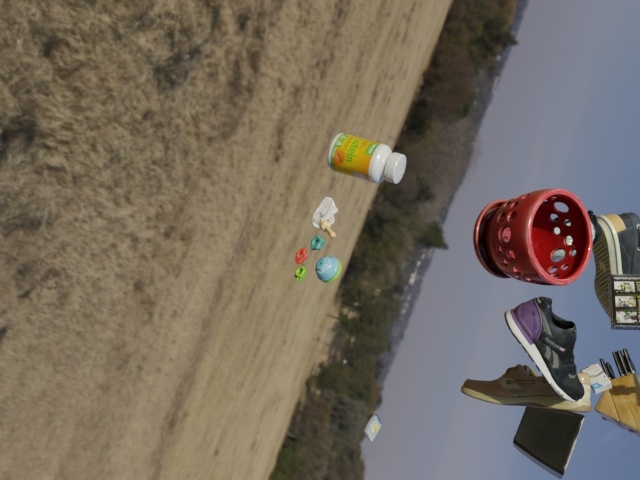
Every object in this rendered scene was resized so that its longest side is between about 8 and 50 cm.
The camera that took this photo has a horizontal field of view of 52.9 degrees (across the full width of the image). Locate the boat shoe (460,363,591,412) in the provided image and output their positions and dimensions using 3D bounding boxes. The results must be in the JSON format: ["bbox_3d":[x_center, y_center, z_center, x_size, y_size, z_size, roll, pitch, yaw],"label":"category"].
[{"bbox_3d":[0.544,0.387,1.719,0.122,0.341,0.110,19,72,-56],"label":"boat shoe"}]

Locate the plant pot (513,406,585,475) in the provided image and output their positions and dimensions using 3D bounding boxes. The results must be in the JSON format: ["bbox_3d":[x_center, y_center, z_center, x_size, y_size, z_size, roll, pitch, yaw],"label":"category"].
[{"bbox_3d":[0.697,0.605,1.987,0.188,0.167,0.187,-62,155,-14],"label":"plant pot"}]

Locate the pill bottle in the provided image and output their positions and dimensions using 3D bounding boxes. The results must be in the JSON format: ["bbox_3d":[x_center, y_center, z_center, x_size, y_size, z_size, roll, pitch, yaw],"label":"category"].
[{"bbox_3d":[0.160,-0.274,2.194,0.136,0.246,0.136,-46,146,-44],"label":"pill bottle"}]

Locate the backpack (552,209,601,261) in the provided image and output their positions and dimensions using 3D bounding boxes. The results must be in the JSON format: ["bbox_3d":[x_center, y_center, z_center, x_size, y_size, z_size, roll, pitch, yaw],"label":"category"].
[{"bbox_3d":[0.762,-0.005,1.990,0.152,0.182,0.115,92,-20,-56],"label":"backpack"}]

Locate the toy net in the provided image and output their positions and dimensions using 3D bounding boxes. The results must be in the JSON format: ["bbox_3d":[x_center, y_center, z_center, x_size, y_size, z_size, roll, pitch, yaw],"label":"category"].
[{"bbox_3d":[0.000,0.000,1.644,0.045,0.122,0.232,35,51,-42],"label":"toy net"}]

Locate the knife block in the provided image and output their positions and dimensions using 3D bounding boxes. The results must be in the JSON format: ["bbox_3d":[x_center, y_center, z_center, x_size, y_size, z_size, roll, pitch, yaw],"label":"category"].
[{"bbox_3d":[1.014,0.490,2.078,0.088,0.276,0.242,42,79,-37],"label":"knife block"}]

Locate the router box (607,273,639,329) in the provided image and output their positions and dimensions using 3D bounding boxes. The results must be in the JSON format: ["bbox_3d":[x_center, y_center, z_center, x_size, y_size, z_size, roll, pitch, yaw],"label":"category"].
[{"bbox_3d":[0.800,0.150,1.559,0.046,0.179,0.133,54,39,-65],"label":"router box"}]

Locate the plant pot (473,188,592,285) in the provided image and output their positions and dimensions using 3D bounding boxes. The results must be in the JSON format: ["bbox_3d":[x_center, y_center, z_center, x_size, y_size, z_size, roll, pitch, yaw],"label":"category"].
[{"bbox_3d":[0.425,-0.003,1.311,0.174,0.191,0.191,-8,-122,61],"label":"plant pot"}]

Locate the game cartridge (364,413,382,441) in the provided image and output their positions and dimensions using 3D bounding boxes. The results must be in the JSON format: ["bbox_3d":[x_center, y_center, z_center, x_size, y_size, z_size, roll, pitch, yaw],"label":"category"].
[{"bbox_3d":[0.180,0.636,2.193,0.083,0.017,0.056,-49,121,-41],"label":"game cartridge"}]

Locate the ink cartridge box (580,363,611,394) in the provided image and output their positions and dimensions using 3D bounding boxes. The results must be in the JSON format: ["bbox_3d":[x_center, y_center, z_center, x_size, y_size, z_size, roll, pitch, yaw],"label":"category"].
[{"bbox_3d":[0.735,0.364,1.722,0.028,0.048,0.083,60,7,-40],"label":"ink cartridge box"}]

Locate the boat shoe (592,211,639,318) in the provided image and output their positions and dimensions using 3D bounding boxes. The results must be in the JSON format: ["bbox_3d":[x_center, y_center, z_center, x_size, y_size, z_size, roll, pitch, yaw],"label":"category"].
[{"bbox_3d":[1.054,0.112,2.240,0.186,0.156,0.499,-112,-179,-59],"label":"boat shoe"}]

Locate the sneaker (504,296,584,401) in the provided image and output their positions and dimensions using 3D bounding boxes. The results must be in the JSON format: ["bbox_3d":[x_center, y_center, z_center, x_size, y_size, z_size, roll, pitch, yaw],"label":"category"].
[{"bbox_3d":[0.568,0.259,1.526,0.124,0.283,0.107,-34,-169,24],"label":"sneaker"}]
